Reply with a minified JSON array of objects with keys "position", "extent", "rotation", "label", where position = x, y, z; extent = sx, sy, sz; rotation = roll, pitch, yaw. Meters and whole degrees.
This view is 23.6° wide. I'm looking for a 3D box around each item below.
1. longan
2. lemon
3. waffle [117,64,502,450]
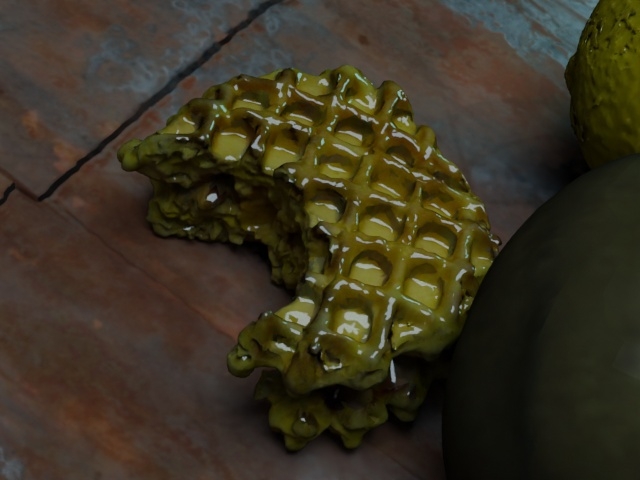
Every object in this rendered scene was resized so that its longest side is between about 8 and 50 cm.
[{"position":[0.254,0.109,1.120],"extent":[0.361,0.361,0.361],"rotation":[6,53,-8],"label":"longan"},{"position":[0.370,-0.134,1.372],"extent":[0.310,0.258,0.258],"rotation":[11,51,13],"label":"lemon"},{"position":[0.000,0.000,1.271],"extent":[0.261,0.151,0.324],"rotation":[-19,61,-21],"label":"waffle"}]
